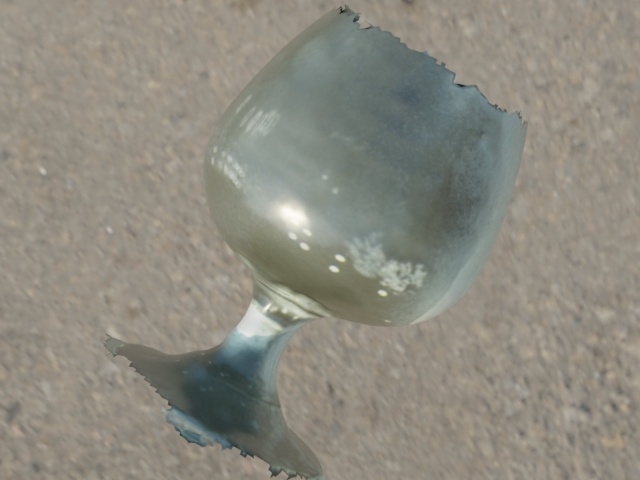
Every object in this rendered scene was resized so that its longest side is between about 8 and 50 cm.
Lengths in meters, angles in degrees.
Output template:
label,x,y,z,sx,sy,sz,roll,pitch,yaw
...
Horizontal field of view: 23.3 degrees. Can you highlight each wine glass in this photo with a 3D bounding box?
label,x,y,z,sx,sy,sz,roll,pitch,yaw
wine glass,0.000,0.000,1.159,0.238,0.238,0.323,37,94,34
